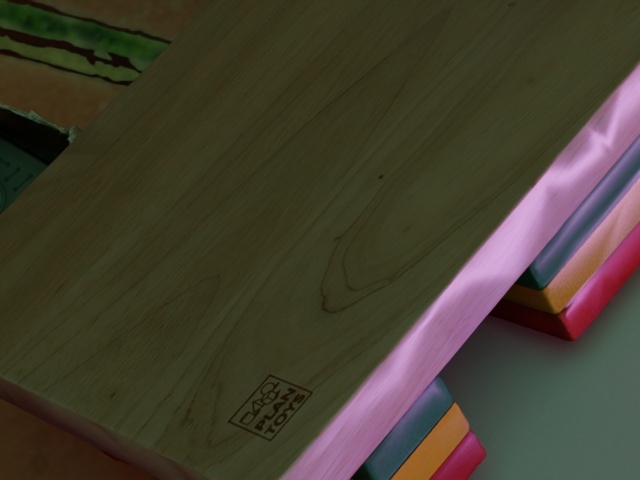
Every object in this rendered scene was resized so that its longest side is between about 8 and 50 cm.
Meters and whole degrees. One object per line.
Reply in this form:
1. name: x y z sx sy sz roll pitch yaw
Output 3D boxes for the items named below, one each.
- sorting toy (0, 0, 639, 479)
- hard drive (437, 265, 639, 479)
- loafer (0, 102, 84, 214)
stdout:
1. sorting toy: 0.000 0.000 0.737 0.255 0.089 0.257 17 58 48
2. hard drive: 0.172 0.034 0.715 0.353 0.047 0.233 -44 48 -15
3. loafer: -0.109 0.005 0.871 0.269 0.092 0.102 21 71 15
